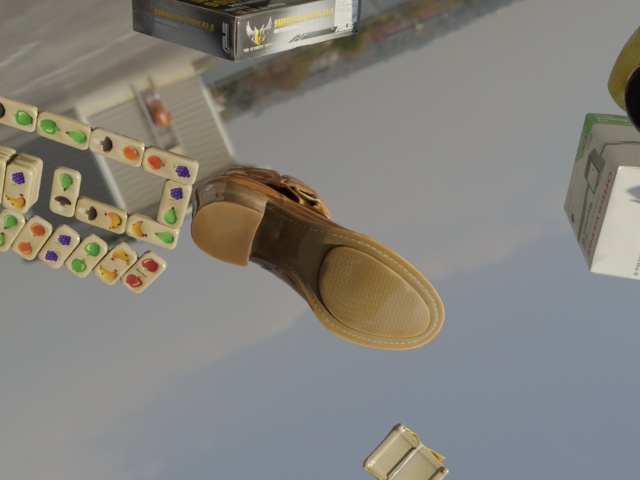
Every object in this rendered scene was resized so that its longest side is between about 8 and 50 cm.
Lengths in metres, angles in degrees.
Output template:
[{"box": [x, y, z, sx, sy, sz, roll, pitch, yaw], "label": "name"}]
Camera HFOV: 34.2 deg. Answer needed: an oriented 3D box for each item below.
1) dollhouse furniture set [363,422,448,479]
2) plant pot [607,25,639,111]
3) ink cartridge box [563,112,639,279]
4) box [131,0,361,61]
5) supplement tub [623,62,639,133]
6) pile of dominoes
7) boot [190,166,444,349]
[{"box": [0.059, 0.263, 1.084, 0.151, 0.076, 0.058, -47, -178, -3], "label": "dollhouse furniture set"}, {"box": [0.484, -0.240, 1.541, 0.095, 0.134, 0.134, -43, 175, 40], "label": "plant pot"}, {"box": [0.543, -0.086, 1.890, 0.122, 0.211, 0.289, 8, -155, 0], "label": "ink cartridge box"}, {"box": [-0.089, -0.287, 1.305, 0.183, 0.056, 0.231, 24, -149, 35], "label": "box"}, {"box": [0.435, -0.183, 1.179, 0.198, 0.106, 0.106, -28, -169, -39], "label": "supplement tub"}, {"box": [-0.273, -0.036, 1.116, 0.251, 0.195, 0.040, 18, -147, -1], "label": "pile of dominoes"}, {"box": [0.000, 0.000, 0.775, 0.073, 0.197, 0.152, -60, -174, 14], "label": "boot"}]
